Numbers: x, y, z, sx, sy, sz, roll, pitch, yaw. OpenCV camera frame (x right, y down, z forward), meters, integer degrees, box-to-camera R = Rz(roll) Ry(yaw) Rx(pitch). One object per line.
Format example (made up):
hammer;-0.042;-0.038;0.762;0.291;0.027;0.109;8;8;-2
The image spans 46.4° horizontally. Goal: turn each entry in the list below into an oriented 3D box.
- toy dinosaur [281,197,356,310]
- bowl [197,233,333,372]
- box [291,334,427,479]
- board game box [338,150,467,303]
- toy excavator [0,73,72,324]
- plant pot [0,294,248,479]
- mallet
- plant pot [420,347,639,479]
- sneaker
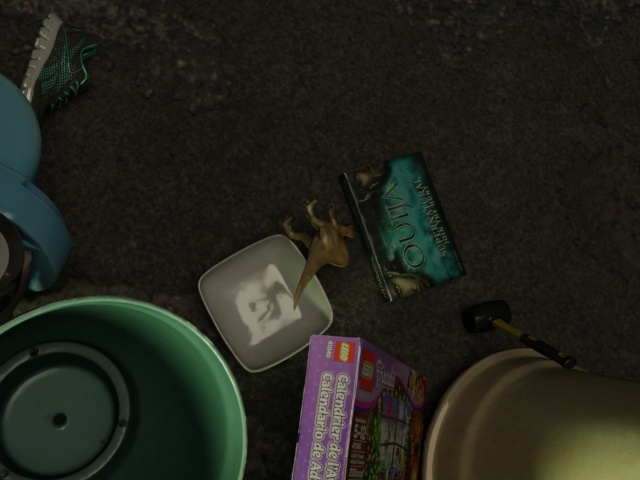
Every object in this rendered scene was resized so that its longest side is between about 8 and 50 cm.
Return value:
toy dinosaur;0.000;0.000;0.919;0.092;0.053;0.183;52;37;-9
bowl;-0.070;0.079;0.922;0.142;0.053;0.142;-30;87;-22
box;0.052;0.228;0.818;0.057;0.293;0.200;1;74;22
board game box;0.113;-0.020;1.022;0.126;0.026;0.186;-18;84;-22
toy excavator;-0.428;-0.145;0.794;0.433;0.222;0.445;28;56;-10
plant pot;-0.245;0.194;0.739;0.293;0.196;0.292;0;90;-30
mallet;0.265;0.120;0.964;0.062;0.190;0.039;-14;109;-27
plant pot;0.339;0.286;0.859;0.334;0.305;0.333;5;78;-25
sneaker;-0.315;-0.191;0.898;0.076;0.065;0.166;17;74;-19
